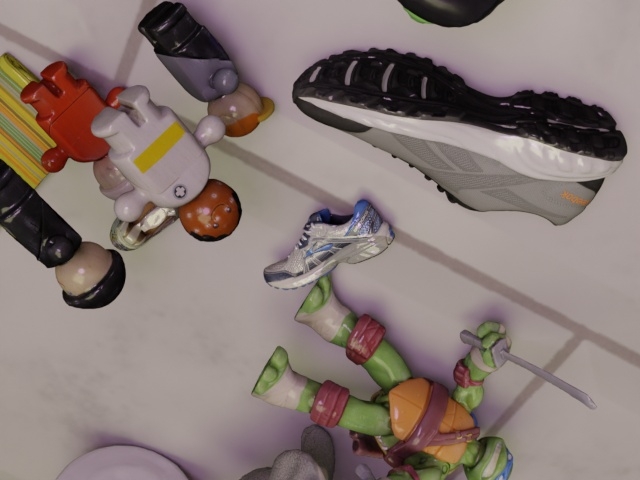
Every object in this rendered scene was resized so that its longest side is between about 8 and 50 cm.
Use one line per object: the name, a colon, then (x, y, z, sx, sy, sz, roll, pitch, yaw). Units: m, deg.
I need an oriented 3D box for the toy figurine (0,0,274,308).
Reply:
toy figurine: (-0.153, -0.068, 0.747, 0.209, 0.213, 0.148, -22, 126, 22)

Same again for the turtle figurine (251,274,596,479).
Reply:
turtle figurine: (0.085, 0.147, 0.836, 0.266, 0.275, 0.198, 31, 101, 0)

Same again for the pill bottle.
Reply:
pill bottle: (-0.263, 0.418, 1.124, 0.176, 0.176, 0.319, 19, 126, 0)

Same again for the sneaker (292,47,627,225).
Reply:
sneaker: (0.104, -0.078, 0.746, 0.271, 0.100, 0.108, 18, 131, 1)

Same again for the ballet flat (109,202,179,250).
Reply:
ballet flat: (-0.174, -0.017, 0.889, 0.114, 0.041, 0.041, -34, 110, 31)

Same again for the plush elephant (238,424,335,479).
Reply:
plush elephant: (-0.003, 0.322, 0.958, 0.271, 0.330, 0.255, -26, 96, 35)

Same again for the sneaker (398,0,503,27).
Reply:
sneaker: (0.160, -0.325, 0.496, 0.185, 0.202, 0.483, 19, 126, 0)

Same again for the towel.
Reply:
towel: (-0.330, -0.077, 0.900, 0.102, 0.021, 0.237, 45, 123, -11)

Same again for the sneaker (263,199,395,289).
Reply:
sneaker: (0.000, 0.000, 0.859, 0.135, 0.052, 0.058, -25, 105, 19)
